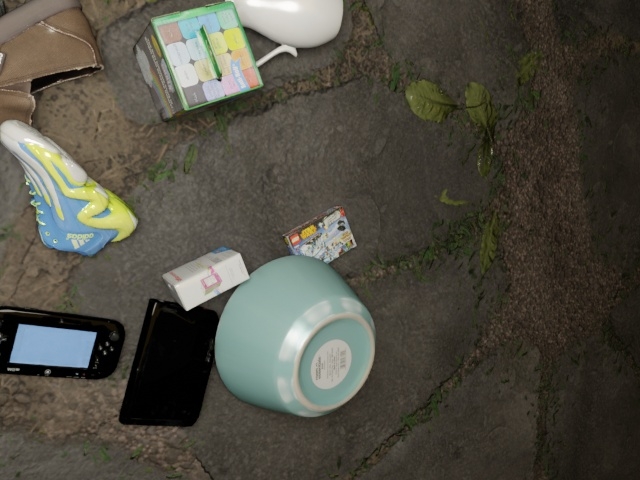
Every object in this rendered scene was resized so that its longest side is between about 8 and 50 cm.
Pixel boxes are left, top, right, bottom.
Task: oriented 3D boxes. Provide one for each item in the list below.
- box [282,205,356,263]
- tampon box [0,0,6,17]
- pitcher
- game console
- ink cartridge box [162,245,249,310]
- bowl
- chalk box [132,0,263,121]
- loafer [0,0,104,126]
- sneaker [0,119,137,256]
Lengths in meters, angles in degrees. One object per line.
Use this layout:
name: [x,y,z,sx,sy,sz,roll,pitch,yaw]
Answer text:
box: [0.000,0.000,1.010,0.137,0.027,0.094,-30,111,-24]
tampon box: [-0.505,-0.290,0.633,0.161,0.120,0.101,-44,114,-18]
pitcher: [-0.074,-0.383,0.883,0.207,0.125,0.177,-2,117,-19]
game console: [-0.352,0.194,0.821,0.361,0.044,0.213,14,88,-30]
ink cartridge box: [-0.200,0.063,0.867,0.122,0.088,0.052,-26,111,-24]
bowl: [-0.017,0.193,0.921,0.312,0.163,0.311,-9,106,-35]
chalk box: [-0.184,-0.272,0.766,0.132,0.213,0.132,-26,108,-25]
loafer: [-0.446,-0.195,0.670,0.366,0.134,0.130,-44,114,-18]
sneaker: [-0.383,-0.055,0.724,0.126,0.091,0.240,-47,134,-8]
